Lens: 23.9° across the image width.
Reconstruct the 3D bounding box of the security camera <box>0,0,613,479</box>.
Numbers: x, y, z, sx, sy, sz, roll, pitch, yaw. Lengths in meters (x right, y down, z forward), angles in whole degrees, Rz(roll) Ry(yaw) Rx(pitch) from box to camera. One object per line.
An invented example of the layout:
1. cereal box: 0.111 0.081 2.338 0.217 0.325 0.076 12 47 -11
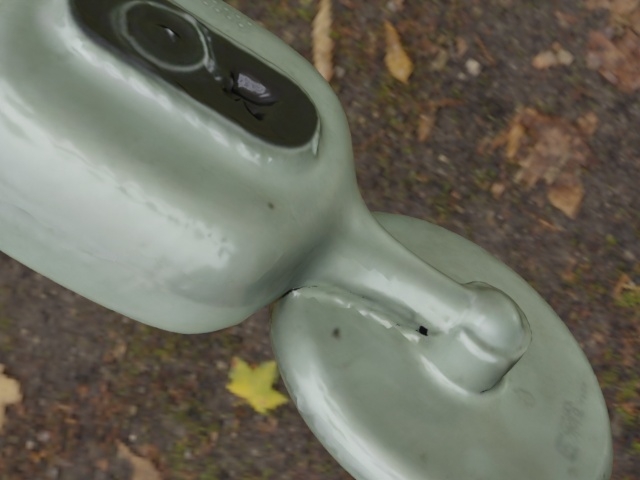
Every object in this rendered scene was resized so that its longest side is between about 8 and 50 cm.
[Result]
1. security camera: 0.000 0.000 0.576 0.301 0.157 0.080 33 125 -9
